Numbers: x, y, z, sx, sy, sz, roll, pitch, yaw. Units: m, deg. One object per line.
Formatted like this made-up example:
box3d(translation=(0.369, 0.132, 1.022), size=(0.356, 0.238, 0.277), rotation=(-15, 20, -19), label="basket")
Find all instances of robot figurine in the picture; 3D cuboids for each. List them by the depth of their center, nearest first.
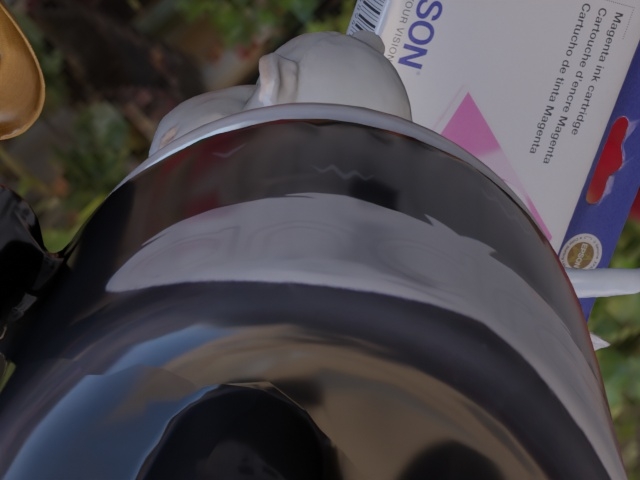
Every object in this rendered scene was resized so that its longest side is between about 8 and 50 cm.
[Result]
box3d(translation=(-0.006, 0.065, 0.527), size=(0.278, 0.173, 0.209), rotation=(-85, -26, -71), label="robot figurine")

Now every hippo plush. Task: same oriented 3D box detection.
box3d(translation=(0.000, 0.000, 1.188), size=(0.294, 0.234, 0.237), rotation=(-19, 100, 30), label="hippo plush")

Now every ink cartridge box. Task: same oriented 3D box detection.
box3d(translation=(0.157, -0.083, 1.648), size=(0.330, 0.324, 0.071), rotation=(11, -162, -23), label="ink cartridge box")

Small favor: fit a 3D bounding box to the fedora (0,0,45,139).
box3d(translation=(-0.229, -0.096, 0.967), size=(0.194, 0.079, 0.194), rotation=(26, 152, 15), label="fedora")
